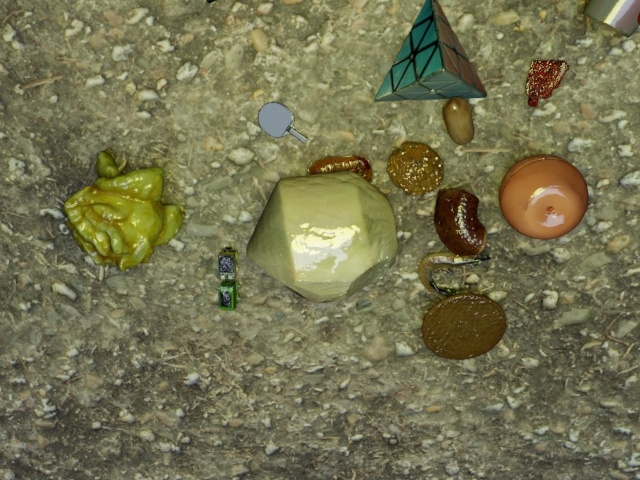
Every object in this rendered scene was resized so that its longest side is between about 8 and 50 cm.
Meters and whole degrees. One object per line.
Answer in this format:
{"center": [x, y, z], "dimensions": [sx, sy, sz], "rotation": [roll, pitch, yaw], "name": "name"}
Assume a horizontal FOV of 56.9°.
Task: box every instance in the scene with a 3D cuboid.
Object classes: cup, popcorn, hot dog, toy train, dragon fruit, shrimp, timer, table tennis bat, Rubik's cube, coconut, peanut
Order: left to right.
{"center": [-0.560, -0.084, 1.656], "dimensions": [0.326, 0.290, 0.321], "rotation": [-31, 108, 33], "name": "popcorn"}
{"center": [-0.282, 0.120, 1.813], "dimensions": [0.060, 0.081, 0.202], "rotation": [2, 109, 3], "name": "toy train"}
{"center": [-0.105, -0.328, 1.680], "dimensions": [0.158, 0.014, 0.095], "rotation": [35, 107, -7], "name": "table tennis bat"}
{"center": [0.000, 0.000, 1.608], "dimensions": [0.416, 0.344, 0.415], "rotation": [-7, 150, -4], "name": "coconut"}
{"center": [0.056, -0.193, 1.697], "dimensions": [0.191, 0.059, 0.108], "rotation": [-10, 113, 4], "name": "hot dog"}
{"center": [0.296, -0.458, 1.541], "dimensions": [0.229, 0.228, 0.233], "rotation": [-39, 150, -22], "name": "Rubik's cube"}
{"center": [0.408, 0.099, 1.783], "dimensions": [0.220, 0.046, 0.152], "rotation": [-11, 108, 10], "name": "shrimp"}
{"center": [0.380, -0.325, 1.620], "dimensions": [0.076, 0.076, 0.152], "rotation": [-20, 129, 10], "name": "peanut"}
{"center": [0.605, -0.118, 1.611], "dimensions": [0.230, 0.215, 0.229], "rotation": [3, 114, 7], "name": "timer"}
{"center": [0.612, -0.423, 1.594], "dimensions": [0.097, 0.063, 0.131], "rotation": [21, 113, 30], "name": "dragon fruit"}
{"center": [0.784, -0.657, 1.433], "dimensions": [0.203, 0.203, 0.288], "rotation": [27, 115, -6], "name": "cup"}

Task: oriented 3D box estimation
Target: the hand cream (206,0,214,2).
{"center": [-0.333, -0.754, 1.527], "dimensions": [0.120, 0.061, 0.270], "rotation": [-32, 97, 18], "name": "hand cream"}

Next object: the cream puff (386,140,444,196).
{"center": [0.266, -0.197, 1.651], "dimensions": [0.166, 0.115, 0.150], "rotation": [5, 107, 0], "name": "cream puff"}

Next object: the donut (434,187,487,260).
{"center": [0.399, -0.045, 1.677], "dimensions": [0.144, 0.126, 0.186], "rotation": [12, 84, -15], "name": "donut"}

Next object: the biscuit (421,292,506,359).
{"center": [0.441, 0.265, 1.829], "dimensions": [0.262, 0.037, 0.261], "rotation": [0, 122, 0], "name": "biscuit"}
